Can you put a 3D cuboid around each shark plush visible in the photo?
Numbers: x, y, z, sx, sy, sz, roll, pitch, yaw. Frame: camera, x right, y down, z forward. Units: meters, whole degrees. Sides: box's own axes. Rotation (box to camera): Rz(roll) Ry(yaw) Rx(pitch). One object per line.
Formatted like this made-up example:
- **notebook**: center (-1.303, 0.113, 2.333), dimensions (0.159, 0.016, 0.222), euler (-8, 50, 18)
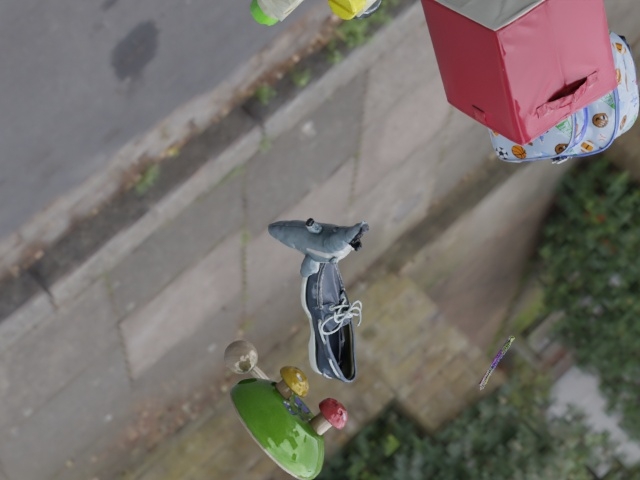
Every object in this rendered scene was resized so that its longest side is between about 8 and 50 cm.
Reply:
- **shark plush**: center (0.000, 0.000, 1.588), dimensions (0.073, 0.067, 0.161), euler (-54, -156, -12)

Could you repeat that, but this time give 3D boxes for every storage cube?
- **storage cube**: center (0.277, -0.284, 1.943), dimensions (0.183, 0.215, 0.193), euler (-32, 129, -15)

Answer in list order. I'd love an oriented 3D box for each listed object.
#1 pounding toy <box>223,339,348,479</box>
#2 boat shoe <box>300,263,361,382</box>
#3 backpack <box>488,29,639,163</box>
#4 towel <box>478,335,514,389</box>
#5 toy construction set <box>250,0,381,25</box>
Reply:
- **pounding toy**: center (-0.041, 0.238, 2.066), dimensions (0.110, 0.237, 0.183), euler (-42, 124, 10)
- **boat shoe**: center (0.021, 0.133, 2.357), dimensions (0.095, 0.079, 0.255), euler (-29, 128, -42)
- **backpack**: center (0.417, -0.261, 2.425), dimensions (0.263, 0.277, 0.213), euler (-5, -155, 33)
- **towel**: center (0.247, 0.171, 1.940), dimensions (0.083, 0.009, 0.060), euler (-58, 170, 7)
- **toy construction set**: center (0.014, -0.321, 1.227), dimensions (0.328, 0.215, 0.151), euler (-47, -174, -17)
